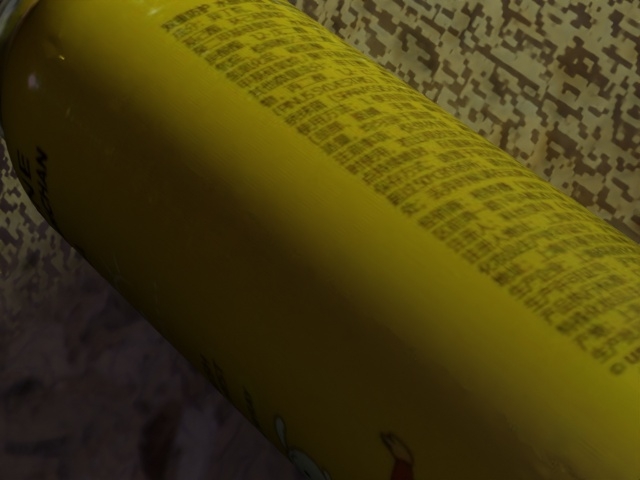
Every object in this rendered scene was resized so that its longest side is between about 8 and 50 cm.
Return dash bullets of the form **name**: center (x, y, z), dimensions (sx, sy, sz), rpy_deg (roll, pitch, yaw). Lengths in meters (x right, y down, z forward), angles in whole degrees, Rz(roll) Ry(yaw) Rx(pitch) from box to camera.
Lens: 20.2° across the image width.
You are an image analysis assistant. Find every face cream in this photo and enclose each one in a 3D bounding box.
- **face cream**: center (0.000, 0.000, 0.518), dimensions (0.105, 0.105, 0.348), rpy_deg (-51, 49, 2)
